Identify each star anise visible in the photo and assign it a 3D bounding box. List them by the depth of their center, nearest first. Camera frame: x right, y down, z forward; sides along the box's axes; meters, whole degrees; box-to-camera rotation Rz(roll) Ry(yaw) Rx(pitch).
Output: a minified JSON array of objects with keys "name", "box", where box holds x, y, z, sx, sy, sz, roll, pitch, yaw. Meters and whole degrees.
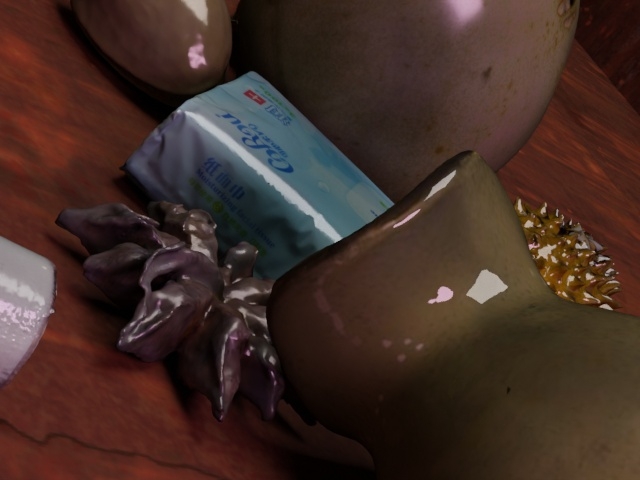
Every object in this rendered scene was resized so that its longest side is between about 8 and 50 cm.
[{"name":"star anise","box":[-0.067,0.035,0.944,0.182,0.065,0.195,23,26,-45]}]

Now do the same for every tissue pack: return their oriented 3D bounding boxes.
[{"name":"tissue pack","box":[0.000,0.000,1.110,0.263,0.089,0.177,43,21,1]}]

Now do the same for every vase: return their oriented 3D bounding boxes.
[{"name":"vase","box":[0.130,0.147,0.917,0.302,0.241,0.329,48,-12,27]}]

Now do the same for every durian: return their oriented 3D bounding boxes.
[{"name":"durian","box":[0.198,0.051,1.340,0.183,0.138,0.250,44,12,26]}]

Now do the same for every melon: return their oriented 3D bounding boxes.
[{"name":"melon","box":[0.066,-0.164,1.256,0.268,0.330,0.268,12,43,-12]}]

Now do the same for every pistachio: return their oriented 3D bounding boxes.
[{"name":"pistachio","box":[-0.125,-0.169,1.199,0.149,0.113,0.113,58,23,18]}]

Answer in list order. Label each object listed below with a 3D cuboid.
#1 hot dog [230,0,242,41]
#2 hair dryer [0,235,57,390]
[{"name":"hot dog","box":[-0.005,-0.191,1.502,0.162,0.082,0.270,42,19,-9]},{"name":"hair dryer","box":[-0.187,0.071,0.665,0.131,0.073,0.236,30,33,-30]}]
